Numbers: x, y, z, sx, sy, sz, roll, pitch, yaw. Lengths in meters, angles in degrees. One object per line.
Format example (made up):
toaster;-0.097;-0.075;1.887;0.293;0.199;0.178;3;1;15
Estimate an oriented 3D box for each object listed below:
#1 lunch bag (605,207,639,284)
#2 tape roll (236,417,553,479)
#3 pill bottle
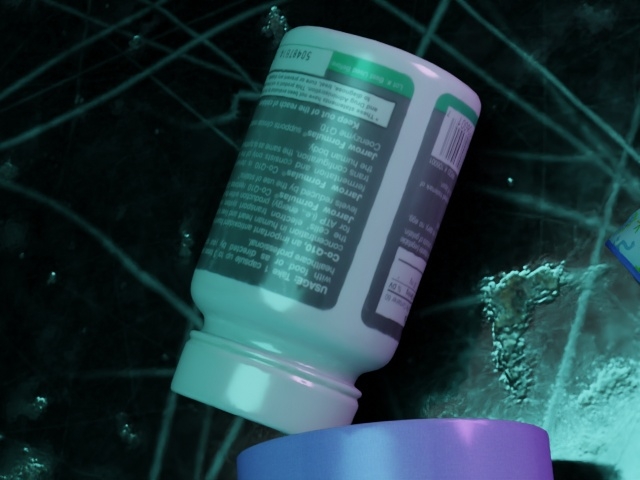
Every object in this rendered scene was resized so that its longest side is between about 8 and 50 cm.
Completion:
lunch bag;0.334;-0.003;1.602;0.129;0.096;0.151;-44;35;7
tape roll;0.066;0.223;1.556;0.275;0.275;0.090;-11;73;20
pill bottle;0.000;0.000;1.681;0.204;0.204;0.361;18;83;26
